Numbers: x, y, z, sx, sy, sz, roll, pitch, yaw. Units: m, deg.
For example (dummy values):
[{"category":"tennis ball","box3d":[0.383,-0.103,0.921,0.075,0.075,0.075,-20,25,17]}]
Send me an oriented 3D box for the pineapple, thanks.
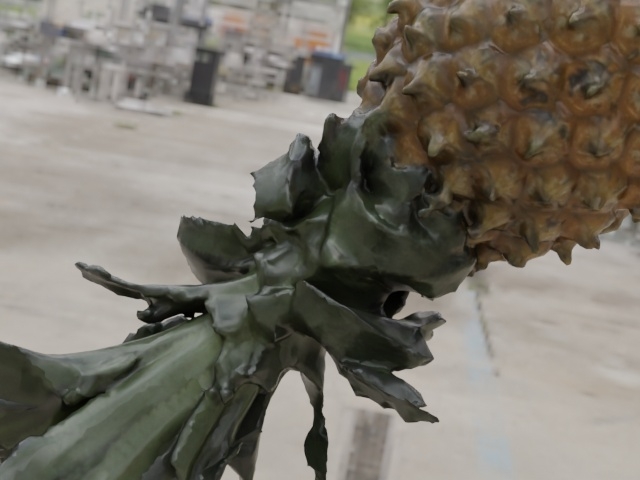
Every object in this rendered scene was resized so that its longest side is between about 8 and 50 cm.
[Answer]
[{"category":"pineapple","box3d":[0.000,0.000,0.450,0.130,0.277,0.119,49,-2,1]}]
